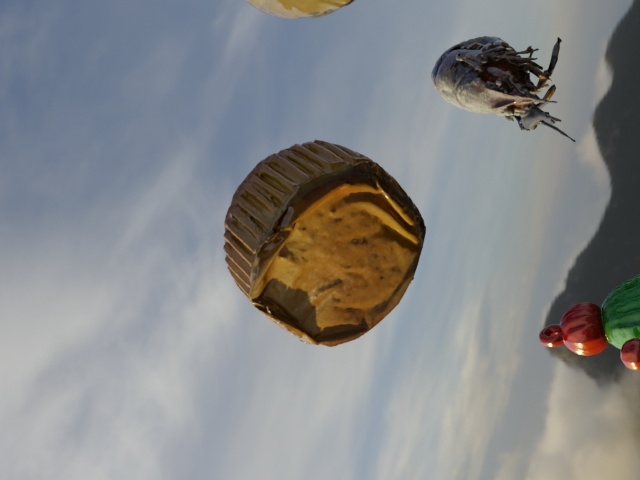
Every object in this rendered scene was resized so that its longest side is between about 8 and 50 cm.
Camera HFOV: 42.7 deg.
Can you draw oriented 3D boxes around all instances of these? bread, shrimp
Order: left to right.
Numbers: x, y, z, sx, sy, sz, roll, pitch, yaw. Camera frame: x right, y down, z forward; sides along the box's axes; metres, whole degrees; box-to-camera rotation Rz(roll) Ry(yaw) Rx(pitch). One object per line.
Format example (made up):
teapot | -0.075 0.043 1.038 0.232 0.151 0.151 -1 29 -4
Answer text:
bread | 0.001 -0.001 0.803 0.199 0.104 0.199 -17 -56 -27
shrimp | 0.266 -0.222 1.159 0.343 0.145 0.116 -123 22 -61

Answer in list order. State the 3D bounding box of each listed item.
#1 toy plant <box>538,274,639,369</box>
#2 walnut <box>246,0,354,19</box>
toy plant | 0.352 0.074 0.813 0.154 0.240 0.088 -121 8 -71
walnut | -0.013 -0.256 0.682 0.140 0.140 0.162 81 -173 -47
